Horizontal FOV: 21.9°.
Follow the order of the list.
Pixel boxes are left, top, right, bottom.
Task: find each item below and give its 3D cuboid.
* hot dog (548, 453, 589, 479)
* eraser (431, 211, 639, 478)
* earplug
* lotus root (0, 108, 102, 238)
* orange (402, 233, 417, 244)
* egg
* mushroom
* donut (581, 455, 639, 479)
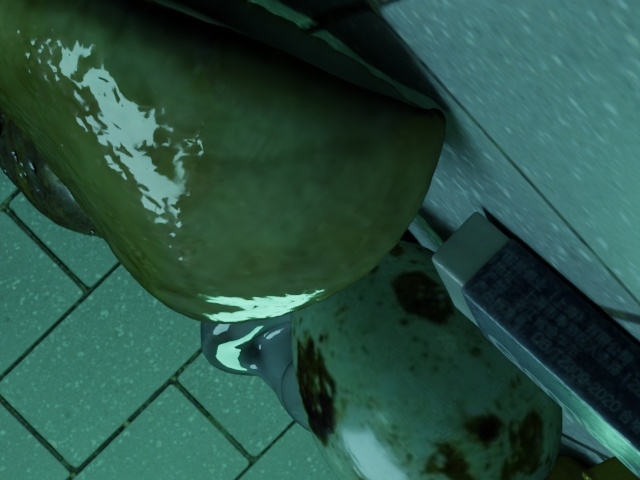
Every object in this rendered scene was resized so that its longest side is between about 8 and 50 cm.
[{"bbox_3d":[0.232,0.343,1.579,0.405,0.185,0.223,50,171,-37],"label":"hot dog"},{"bbox_3d":[0.156,0.077,0.954,0.212,0.046,0.092,43,174,26],"label":"eraser"},{"bbox_3d":[0.035,0.090,1.428,0.325,0.175,0.214,31,175,32],"label":"earplug"},{"bbox_3d":[-0.169,-0.100,1.355,0.179,0.196,0.397,42,174,-18],"label":"lotus root"},{"bbox_3d":[0.000,0.000,1.293,0.170,0.112,0.160,31,169,20],"label":"orange"},{"bbox_3d":[0.067,0.095,1.140,0.231,0.169,0.169,57,176,9],"label":"egg"},{"bbox_3d":[-0.108,-0.070,0.923,0.217,0.212,0.292,6,-149,-34],"label":"mushroom"},{"bbox_3d":[0.244,0.204,1.237,0.108,0.043,0.097,45,175,19],"label":"donut"}]
